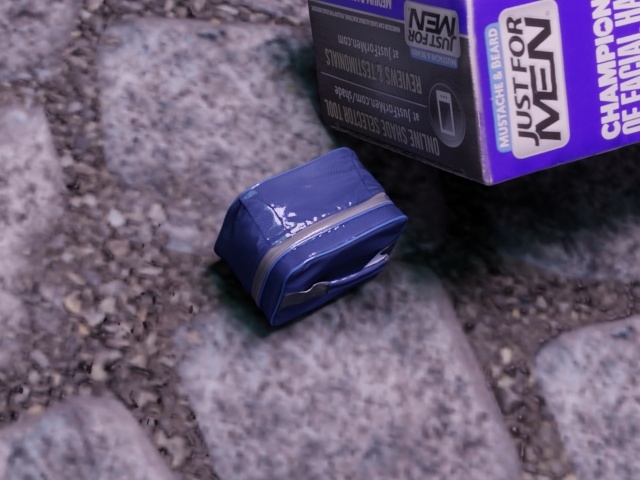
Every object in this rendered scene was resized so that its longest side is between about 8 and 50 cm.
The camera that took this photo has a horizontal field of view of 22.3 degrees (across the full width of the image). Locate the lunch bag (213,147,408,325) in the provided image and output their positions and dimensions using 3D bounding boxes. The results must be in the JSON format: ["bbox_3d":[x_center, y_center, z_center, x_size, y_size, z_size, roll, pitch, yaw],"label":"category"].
[{"bbox_3d":[0.000,0.000,0.890,0.098,0.067,0.065,-25,67,-29],"label":"lunch bag"}]

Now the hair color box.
[{"bbox_3d":[0.183,-0.136,0.950,0.338,0.110,0.185,-18,21,-23],"label":"hair color box"}]
